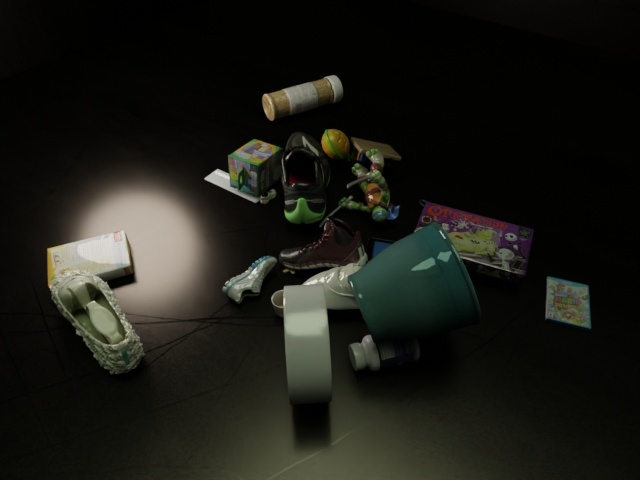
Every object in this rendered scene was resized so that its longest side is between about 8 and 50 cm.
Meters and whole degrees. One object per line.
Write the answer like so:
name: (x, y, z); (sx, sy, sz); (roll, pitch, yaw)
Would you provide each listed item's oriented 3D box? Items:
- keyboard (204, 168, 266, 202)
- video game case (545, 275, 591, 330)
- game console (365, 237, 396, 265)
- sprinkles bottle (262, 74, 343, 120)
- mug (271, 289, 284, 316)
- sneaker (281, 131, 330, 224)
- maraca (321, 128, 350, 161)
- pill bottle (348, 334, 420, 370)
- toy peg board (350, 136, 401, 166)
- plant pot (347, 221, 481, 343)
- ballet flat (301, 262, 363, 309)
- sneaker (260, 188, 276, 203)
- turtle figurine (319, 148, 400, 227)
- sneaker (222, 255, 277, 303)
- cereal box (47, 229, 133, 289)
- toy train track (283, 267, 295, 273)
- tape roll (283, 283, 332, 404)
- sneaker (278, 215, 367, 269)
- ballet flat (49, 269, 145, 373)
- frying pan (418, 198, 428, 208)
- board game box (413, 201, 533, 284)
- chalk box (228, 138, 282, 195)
keyboard: (-0.318, -0.205, 1.853); (0.256, 0.014, 0.072); (25, 55, 24)
video game case: (0.720, 0.181, 1.443); (0.119, 0.015, 0.166); (13, 46, 14)
game console: (0.204, 0.071, 1.511); (0.144, 0.085, 0.124); (10, 45, 11)
sprinkles bottle: (-0.077, -0.637, 2.207); (0.355, 0.121, 0.121); (-22, 48, -20)
mug: (-0.101, 0.189, 1.410); (0.078, 0.064, 0.062); (31, 52, 28)
sneaker: (-0.049, -0.264, 1.766); (0.185, 0.202, 0.483); (-3, 42, -4)
maraca: (0.067, -0.364, 1.905); (0.099, 0.186, 0.127); (-24, 74, 22)
pill bottle: (0.164, 0.286, 1.288); (0.169, 0.094, 0.094); (-11, 46, -10)
toy peg board: (0.197, -0.316, 1.865); (0.161, 0.079, 0.160); (8, 26, -15)
plant pot: (0.214, 0.127, 1.223); (0.255, 0.271, 0.271); (-23, 47, 1)
ballet flat: (0.143, 0.122, 1.406); (0.400, 0.139, 0.139); (4, 45, -2)
sneaker: (-0.187, -0.167, 1.792); (0.032, 0.037, 0.083); (18, 46, 21)
turtle figurine: (0.138, -0.193, 1.699); (0.275, 0.198, 0.266); (2, 49, -1)
sneaker: (-0.195, 0.123, 1.486); (0.191, 0.071, 0.083); (-39, 62, -22)
cereal box: (-0.723, 0.065, 1.557); (0.240, 0.047, 0.173); (-15, 47, -15)
toy train track: (-0.078, 0.089, 1.549); (0.083, 0.014, 0.048); (-17, 40, -24)
tape roll: (-0.033, 0.248, 1.197); (0.100, 0.286, 0.286); (-4, 45, -3)
sneaker: (0.000, 0.000, 1.504); (0.281, 0.162, 0.106); (-1, 29, 15)
ballet flat: (-0.613, 0.185, 1.345); (0.409, 0.147, 0.147); (38, 56, 25)
frying pan: (0.426, -0.012, 1.617); (0.326, 0.053, 0.197); (25, 51, 26)
board game box: (0.470, 0.001, 1.547); (0.347, 0.056, 0.208); (16, 45, 16)
chalk box: (-0.248, -0.257, 1.798); (0.132, 0.132, 0.213); (21, 39, 20)
